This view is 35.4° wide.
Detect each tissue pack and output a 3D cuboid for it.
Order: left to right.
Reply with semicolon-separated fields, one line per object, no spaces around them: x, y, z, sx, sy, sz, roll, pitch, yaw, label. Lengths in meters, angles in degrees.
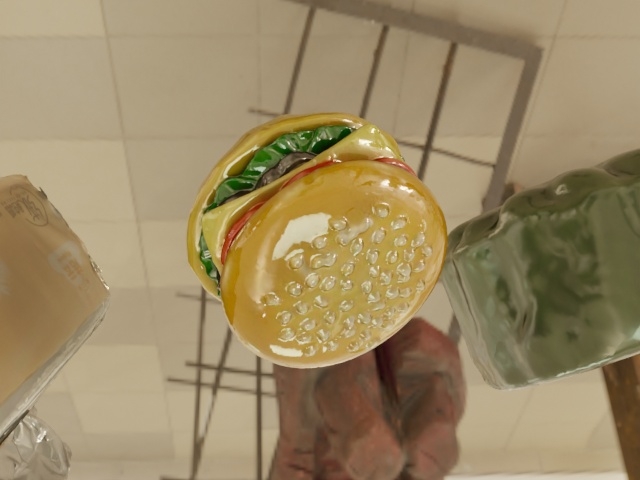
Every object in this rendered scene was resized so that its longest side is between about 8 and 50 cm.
-0.258;0.118;0.636;0.239;0.305;0.238;1;104;4;tissue pack

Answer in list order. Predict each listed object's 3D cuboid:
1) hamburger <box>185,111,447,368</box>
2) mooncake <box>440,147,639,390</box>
0.000;0.000;0.618;0.162;0.115;0.162;-16;130;-20;hamburger
0.311;0.019;1.084;0.357;0.194;0.356;-22;174;-3;mooncake
